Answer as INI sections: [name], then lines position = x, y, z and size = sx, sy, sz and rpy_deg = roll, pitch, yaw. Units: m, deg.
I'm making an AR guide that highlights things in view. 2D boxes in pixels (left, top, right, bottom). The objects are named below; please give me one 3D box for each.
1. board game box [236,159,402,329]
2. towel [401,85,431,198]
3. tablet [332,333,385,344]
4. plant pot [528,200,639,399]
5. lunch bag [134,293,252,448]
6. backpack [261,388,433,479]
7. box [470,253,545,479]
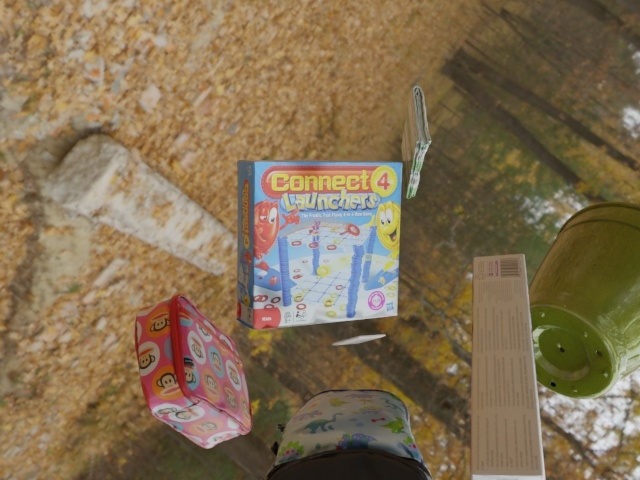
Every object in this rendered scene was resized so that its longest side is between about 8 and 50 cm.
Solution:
[board game box]
position = 0.000, 0.000, 1.364
size = 0.086, 0.308, 0.301
rpy_deg = 17, -72, 63
[towel]
position = 0.147, -0.150, 1.126
size = 0.152, 0.023, 0.113
rpy_deg = 90, -1, -61
[tablet]
position = 0.061, 0.160, 1.163
size = 0.054, 0.006, 0.083
rpy_deg = 0, 166, -30
[plant pot]
position = 0.604, 0.155, 1.584
size = 0.353, 0.366, 0.366
rpy_deg = -35, 166, -37
[lunch bag]
position = -0.246, 0.242, 1.407
size = 0.120, 0.258, 0.293
rpy_deg = -23, 142, 9
[backpack]
position = 0.054, 0.384, 1.227
size = 0.355, 0.290, 0.273
rpy_deg = 51, 32, -73
[box]
position = 0.195, 0.134, 0.767
size = 0.324, 0.067, 0.063
rpy_deg = -75, 154, -53
